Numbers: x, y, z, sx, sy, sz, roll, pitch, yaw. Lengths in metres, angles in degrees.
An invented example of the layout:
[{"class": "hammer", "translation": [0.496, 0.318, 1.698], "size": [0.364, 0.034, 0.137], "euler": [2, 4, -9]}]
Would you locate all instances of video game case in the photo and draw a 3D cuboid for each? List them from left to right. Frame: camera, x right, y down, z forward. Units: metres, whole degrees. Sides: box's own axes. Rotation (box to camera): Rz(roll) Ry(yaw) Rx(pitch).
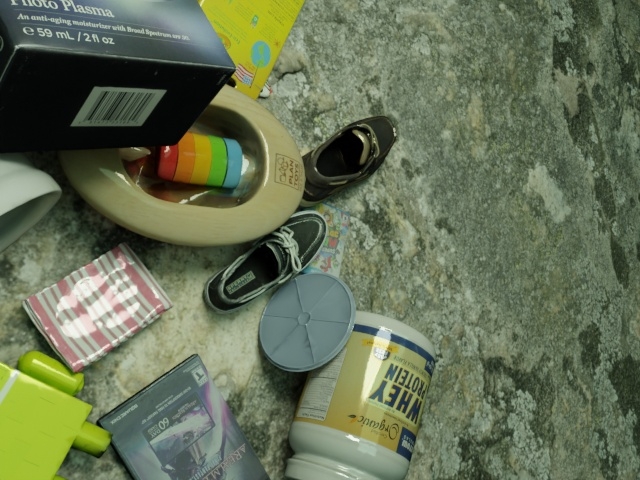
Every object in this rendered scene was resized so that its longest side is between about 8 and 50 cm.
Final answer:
[{"class": "video game case", "translation": [-0.225, 0.364, 1.011], "size": [0.196, 0.026, 0.274], "euler": [-33, 97, -35]}, {"class": "video game case", "translation": [0.000, 0.000, 1.256], "size": [0.119, 0.015, 0.166], "euler": [22, 68, -29]}]

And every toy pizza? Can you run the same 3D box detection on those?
[{"class": "toy pizza", "translation": [-0.024, 0.153, 1.107], "size": [0.032, 0.201, 0.201], "euler": [51, 51, -49]}]

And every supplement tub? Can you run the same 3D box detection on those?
[{"class": "supplement tub", "translation": [0.074, 0.316, 1.101], "size": [0.228, 0.228, 0.316], "euler": [32, 63, -24]}]

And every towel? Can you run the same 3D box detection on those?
[{"class": "towel", "translation": [-0.355, 0.102, 0.957], "size": [0.197, 0.029, 0.144], "euler": [-37, 86, -35]}]

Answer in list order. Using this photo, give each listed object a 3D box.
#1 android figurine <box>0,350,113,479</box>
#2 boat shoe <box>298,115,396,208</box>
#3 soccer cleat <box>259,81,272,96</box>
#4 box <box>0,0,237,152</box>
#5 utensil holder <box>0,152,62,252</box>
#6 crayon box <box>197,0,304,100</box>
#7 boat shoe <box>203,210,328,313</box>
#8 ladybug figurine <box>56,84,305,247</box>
[{"class": "android figurine", "translation": [-0.451, 0.280, 0.845], "size": [0.273, 0.056, 0.248], "euler": [32, 58, -19]}, {"class": "boat shoe", "translation": [0.071, -0.181, 1.268], "size": [0.355, 0.130, 0.132], "euler": [-41, 102, -38]}, {"class": "soccer cleat", "translation": [-0.128, -0.342, 1.240], "size": [0.035, 0.029, 0.083], "euler": [-19, 95, -40]}, {"class": "box", "translation": [-0.315, -0.281, 0.727], "size": [0.296, 0.183, 0.294], "euler": [-15, 71, -52]}, {"class": "utensil holder", "translation": [-0.576, -0.110, 0.702], "size": [0.385, 0.327, 0.327], "euler": [51, 57, -11]}, {"class": "crayon box", "translation": [-0.159, -0.439, 1.143], "size": [0.202, 0.081, 0.319], "euler": [32, 80, -44]}, {"class": "boat shoe", "translation": [-0.086, 0.028, 1.125], "size": [0.306, 0.105, 0.113], "euler": [-31, 91, -32]}, {"class": "ladybug figurine", "translation": [-0.233, -0.132, 1.036], "size": [0.449, 0.162, 0.305], "euler": [11, 74, -32]}]
